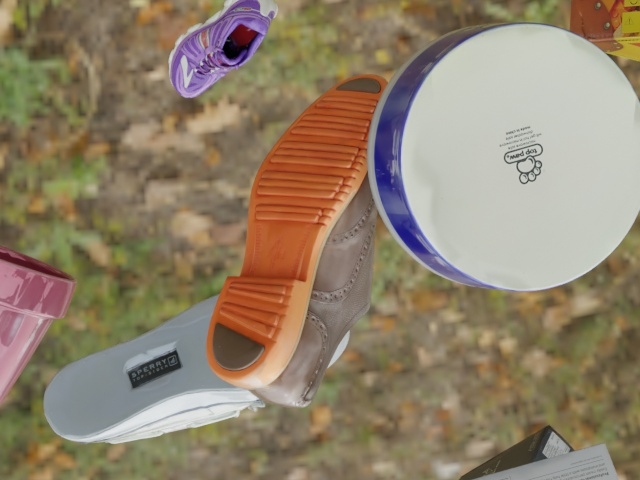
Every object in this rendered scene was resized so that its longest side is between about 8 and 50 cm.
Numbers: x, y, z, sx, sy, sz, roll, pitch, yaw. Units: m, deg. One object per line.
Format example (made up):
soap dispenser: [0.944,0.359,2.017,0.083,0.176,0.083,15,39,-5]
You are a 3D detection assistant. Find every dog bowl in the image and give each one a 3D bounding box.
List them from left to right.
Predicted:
dog bowl: [0.185,-0.082,1.810,0.265,0.264,0.104,1,-177,-15]

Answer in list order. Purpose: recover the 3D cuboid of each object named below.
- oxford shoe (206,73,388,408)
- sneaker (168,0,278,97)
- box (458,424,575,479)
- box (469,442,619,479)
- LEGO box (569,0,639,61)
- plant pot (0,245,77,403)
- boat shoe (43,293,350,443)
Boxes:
oxford shoe: [0.000,0.000,1.921,0.130,0.363,0.133,12,162,42]
sneaker: [-0.115,-0.211,2.049,0.068,0.071,0.170,30,132,-22]
box: [0.219,0.360,2.369,0.059,0.232,0.183,45,131,-8]
box: [0.233,0.300,1.747,0.145,0.186,0.038,-13,158,-11]
LEGO box: [0.520,-0.381,1.882,0.500,0.372,0.193,1,177,45]
plant pot: [-0.423,0.098,2.271,0.201,0.180,0.201,20,-178,-1]
boat shoe: [-0.127,0.160,2.144,0.367,0.135,0.156,-23,161,10]
